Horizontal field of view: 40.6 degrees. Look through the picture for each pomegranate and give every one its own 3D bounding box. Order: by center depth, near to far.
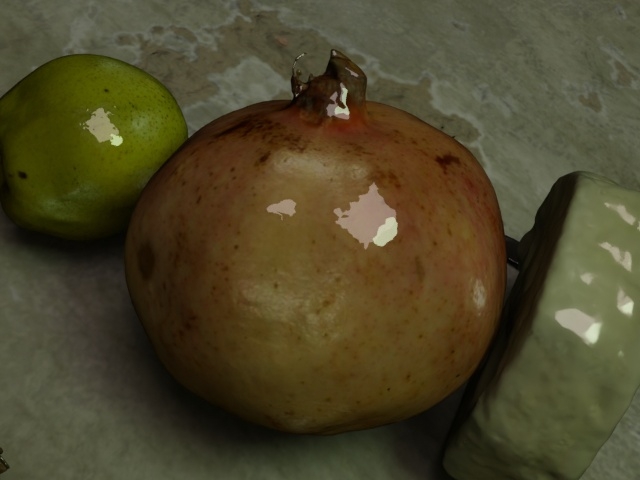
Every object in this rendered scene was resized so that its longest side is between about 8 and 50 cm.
[{"bbox_3d":[0.000,0.000,0.761,0.338,0.338,0.338,9,55,-13],"label":"pomegranate"}]

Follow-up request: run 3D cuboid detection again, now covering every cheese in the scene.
[{"bbox_3d":[0.219,0.095,0.822,0.115,0.327,0.318,25,15,6],"label":"cheese"}]

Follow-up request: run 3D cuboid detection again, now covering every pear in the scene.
[{"bbox_3d":[-0.226,-0.094,0.845,0.198,0.198,0.198,9,55,-13],"label":"pear"}]

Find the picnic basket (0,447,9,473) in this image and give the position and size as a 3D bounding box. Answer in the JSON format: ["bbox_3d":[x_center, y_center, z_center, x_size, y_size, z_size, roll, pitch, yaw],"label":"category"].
[{"bbox_3d":[-0.283,0.214,0.652,0.178,0.128,0.138,16,55,13],"label":"picnic basket"}]

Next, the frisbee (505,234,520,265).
[{"bbox_3d":[0.284,0.036,1.037,0.187,0.012,0.211,27,54,1],"label":"frisbee"}]
